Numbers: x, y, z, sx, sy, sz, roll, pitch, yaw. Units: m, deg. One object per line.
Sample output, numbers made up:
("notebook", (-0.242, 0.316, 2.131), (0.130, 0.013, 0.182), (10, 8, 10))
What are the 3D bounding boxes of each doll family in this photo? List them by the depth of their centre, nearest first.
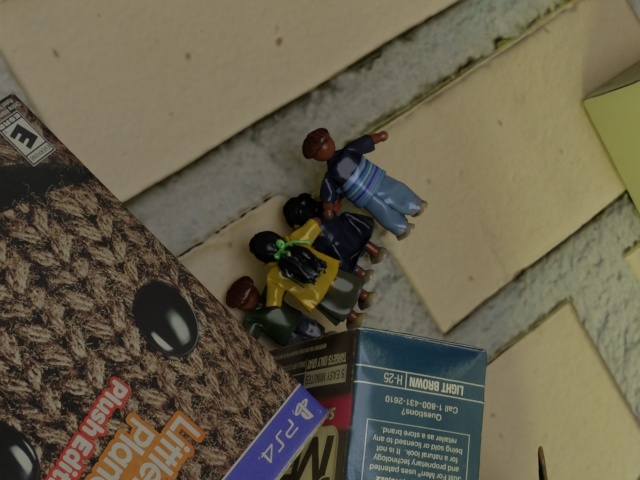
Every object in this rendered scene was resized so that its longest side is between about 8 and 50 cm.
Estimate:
("doll family", (0.000, 0.000, 1.069), (0.111, 0.076, 0.193), (36, 64, -14))

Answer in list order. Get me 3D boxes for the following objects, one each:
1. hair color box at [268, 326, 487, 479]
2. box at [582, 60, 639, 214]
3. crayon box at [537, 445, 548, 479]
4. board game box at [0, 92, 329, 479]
("hair color box", (0.014, 0.244, 0.941), (0.105, 0.174, 0.347), (12, 74, -23))
("box", (0.354, -0.037, 1.241), (0.113, 0.094, 0.275), (-34, 100, -27))
("crayon box", (0.131, 0.326, 0.993), (0.081, 0.202, 0.319), (-2, 65, 9))
("board game box", (-0.183, 0.098, 0.849), (0.291, 0.141, 0.232), (45, 43, -4))
